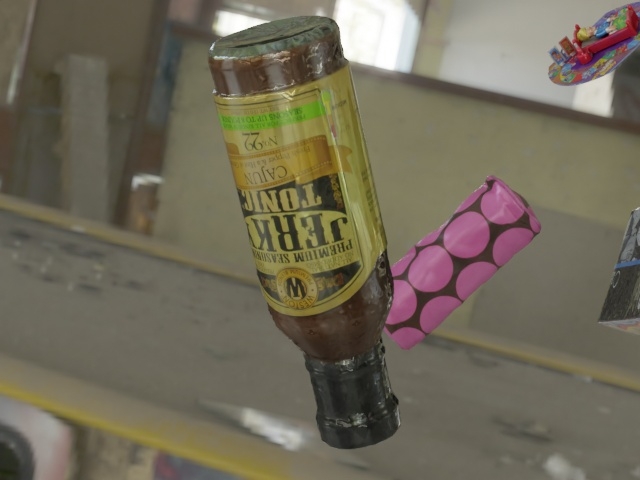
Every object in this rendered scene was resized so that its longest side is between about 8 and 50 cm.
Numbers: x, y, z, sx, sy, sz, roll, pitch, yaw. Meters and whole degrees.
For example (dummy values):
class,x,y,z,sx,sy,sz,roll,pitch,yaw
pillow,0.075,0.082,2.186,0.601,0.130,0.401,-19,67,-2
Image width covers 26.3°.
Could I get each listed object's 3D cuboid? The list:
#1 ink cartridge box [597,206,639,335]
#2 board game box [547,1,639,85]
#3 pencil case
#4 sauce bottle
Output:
class,x,y,z,sx,sy,sz,roll,pitch,yaw
ink cartridge box,0.419,0.030,1.667,0.065,0.165,0.332,19,-5,0
board game box,0.359,-0.264,1.754,0.033,0.169,0.133,51,-11,-24
pencil case,0.139,0.019,1.488,0.095,0.209,0.098,48,10,-7
sauce bottle,0.000,0.000,1.089,0.111,0.344,0.111,-13,17,4
